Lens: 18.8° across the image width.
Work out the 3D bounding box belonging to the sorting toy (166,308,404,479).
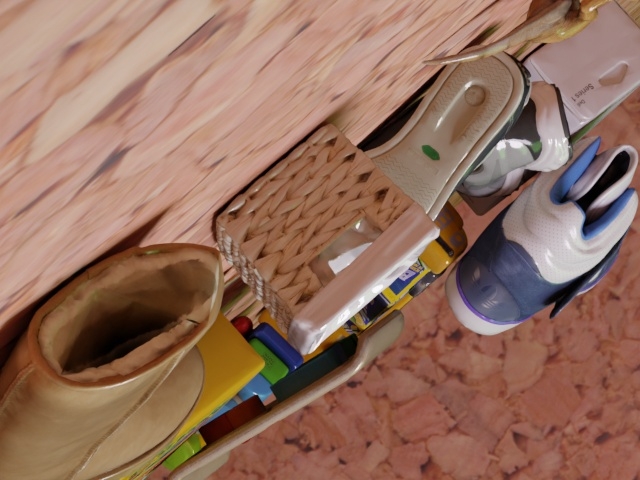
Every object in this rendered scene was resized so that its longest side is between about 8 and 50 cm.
[{"bbox_3d":[-0.023,0.136,1.785,0.229,0.041,0.307,-36,177,12],"label":"sorting toy"}]

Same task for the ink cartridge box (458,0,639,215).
[{"bbox_3d":[0.239,-0.140,2.037,0.160,0.092,0.219,-36,174,-37],"label":"ink cartridge box"}]

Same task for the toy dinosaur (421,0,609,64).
[{"bbox_3d":[0.168,-0.162,1.392,0.112,0.064,0.211,-42,176,30],"label":"toy dinosaur"}]

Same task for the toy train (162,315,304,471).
[{"bbox_3d":[-0.131,0.199,2.062,0.248,0.105,0.143,-44,-177,38],"label":"toy train"}]

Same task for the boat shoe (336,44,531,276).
[{"bbox_3d":[0.075,-0.056,1.508,0.233,0.084,0.079,-45,175,14],"label":"boat shoe"}]

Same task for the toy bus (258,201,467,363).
[{"bbox_3d":[0.054,0.039,2.141,0.130,0.108,0.333,-38,175,-41],"label":"toy bus"}]

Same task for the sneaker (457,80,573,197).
[{"bbox_3d":[0.156,-0.097,1.886,0.108,0.100,0.271,-9,174,-12],"label":"sneaker"}]

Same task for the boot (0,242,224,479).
[{"bbox_3d":[-0.116,0.076,1.162,0.236,0.089,0.269,-38,174,-37],"label":"boot"}]

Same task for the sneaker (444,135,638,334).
[{"bbox_3d":[0.285,-0.035,2.013,0.323,0.130,0.236,-34,172,-44],"label":"sneaker"}]

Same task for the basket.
[{"bbox_3d":[0.000,0.000,1.291,0.113,0.103,0.167,-40,177,-7],"label":"basket"}]

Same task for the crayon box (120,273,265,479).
[{"bbox_3d":[-0.178,0.168,1.605,0.202,0.081,0.318,-35,173,-48],"label":"crayon box"}]

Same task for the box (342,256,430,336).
[{"bbox_3d":[0.049,0.042,1.846,0.054,0.059,0.169,-41,177,-18],"label":"box"}]
